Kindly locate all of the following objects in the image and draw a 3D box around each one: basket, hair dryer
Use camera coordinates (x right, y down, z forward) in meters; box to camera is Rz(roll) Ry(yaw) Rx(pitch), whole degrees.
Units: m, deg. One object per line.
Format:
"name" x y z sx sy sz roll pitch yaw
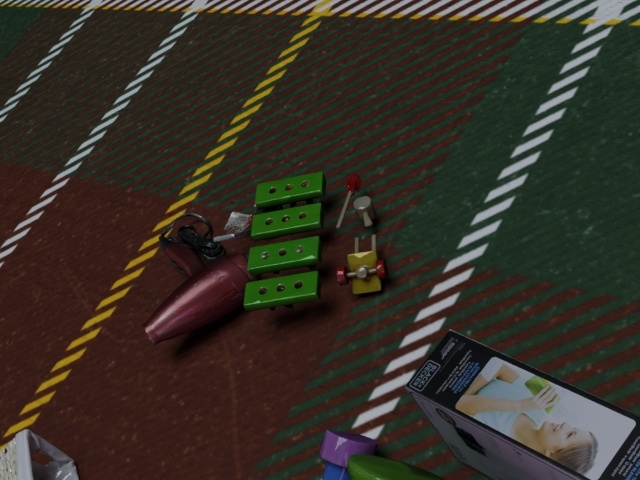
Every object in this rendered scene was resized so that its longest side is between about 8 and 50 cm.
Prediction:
"basket" -0.404 0.368 1.437 0.103 0.113 0.167 -35 41 6
"hair dryer" -0.185 0.055 1.607 0.224 0.080 0.293 -10 34 32

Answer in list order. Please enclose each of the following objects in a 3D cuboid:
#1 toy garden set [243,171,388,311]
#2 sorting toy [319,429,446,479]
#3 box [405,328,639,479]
"toy garden set" 0.000 0.000 1.521 0.204 0.049 0.244 -10 46 14
"sorting toy" 0.087 0.316 1.119 0.366 0.127 0.126 17 91 62
"box" 0.244 0.217 1.080 0.087 0.169 0.290 -49 41 -16
